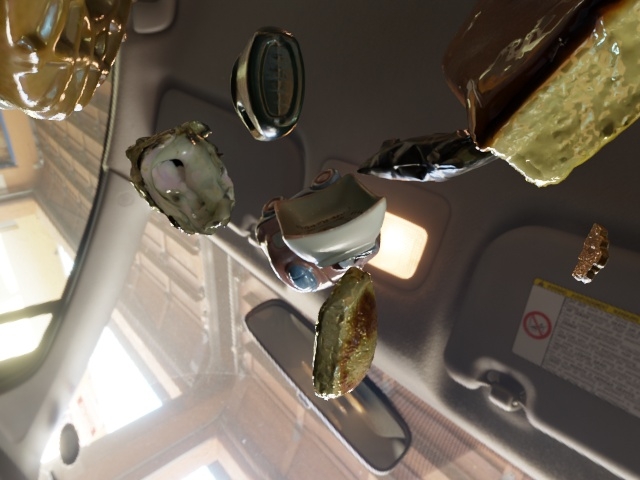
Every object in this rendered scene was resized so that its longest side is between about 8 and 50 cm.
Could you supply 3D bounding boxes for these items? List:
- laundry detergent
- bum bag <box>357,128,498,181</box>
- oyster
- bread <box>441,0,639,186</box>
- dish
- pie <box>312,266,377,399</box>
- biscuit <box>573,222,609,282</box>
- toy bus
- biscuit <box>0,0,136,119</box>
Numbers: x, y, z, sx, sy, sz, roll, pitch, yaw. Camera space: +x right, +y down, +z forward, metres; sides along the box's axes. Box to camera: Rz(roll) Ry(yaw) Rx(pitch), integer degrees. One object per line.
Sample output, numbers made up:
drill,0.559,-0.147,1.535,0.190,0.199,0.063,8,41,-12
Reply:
laundry detergent,-0.090,-0.218,0.651,0.221,0.078,0.144,-153,-120,-66
bum bag,0.210,-0.161,0.865,0.340,0.144,0.095,10,-51,55
oyster,-0.188,-0.090,0.627,0.163,0.191,0.081,35,-37,-19
bread,0.301,-0.268,0.524,0.143,0.333,0.323,30,-57,-17
dish,0.015,-0.029,0.693,0.212,0.151,0.077,-119,-172,-70
pie,0.044,0.144,0.708,0.084,0.179,0.205,5,-86,16
biscuit,0.384,0.017,0.630,0.016,0.092,0.082,21,-23,12
toy bus,0.000,0.000,1.013,0.197,0.294,0.232,55,16,-35
biscuit,-0.269,-0.288,0.470,0.268,0.115,0.366,139,-34,-59
